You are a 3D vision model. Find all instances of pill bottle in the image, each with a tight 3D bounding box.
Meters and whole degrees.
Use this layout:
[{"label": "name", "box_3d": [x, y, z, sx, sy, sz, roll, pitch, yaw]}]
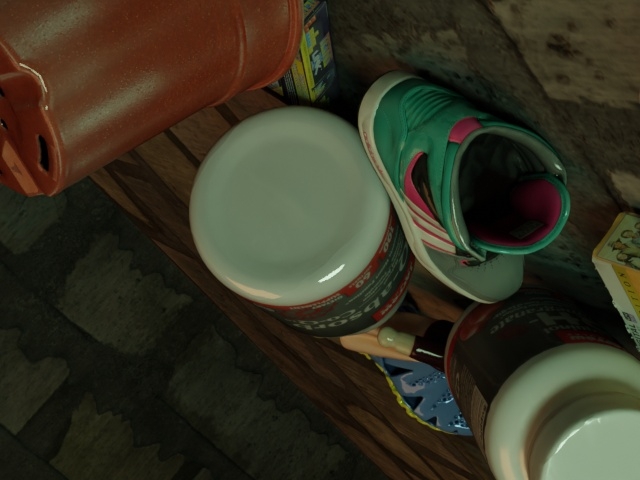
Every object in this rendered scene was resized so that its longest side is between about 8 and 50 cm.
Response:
[{"label": "pill bottle", "box_3d": [0.234, 0.165, 0.984, 0.176, 0.176, 0.318, 43, -173, -12]}, {"label": "pill bottle", "box_3d": [0.000, 0.000, 1.163, 0.210, 0.210, 0.363, 36, 176, 18]}]

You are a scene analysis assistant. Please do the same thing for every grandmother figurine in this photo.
[{"label": "grandmother figurine", "box_3d": [0.160, 0.143, 1.370, 0.342, 0.207, 0.104, 17, 110, 39]}]

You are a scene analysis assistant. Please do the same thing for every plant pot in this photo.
[{"label": "plant pot", "box_3d": [-0.202, -0.190, 0.892, 0.272, 0.265, 0.272, 30, 144, 25]}]

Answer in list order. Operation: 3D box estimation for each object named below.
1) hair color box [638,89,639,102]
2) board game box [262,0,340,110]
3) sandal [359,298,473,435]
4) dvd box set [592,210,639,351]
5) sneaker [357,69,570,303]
[{"label": "hair color box", "box_3d": [0.201, -0.163, 0.259, 0.110, 0.185, 0.339, 34, 165, 18]}, {"label": "board game box", "box_3d": [-0.053, -0.213, 1.034, 0.141, 0.048, 0.170, 33, 164, 18]}, {"label": "sandal", "box_3d": [0.156, 0.191, 1.576, 0.317, 0.126, 0.138, 40, 162, -5]}, {"label": "dvd box set", "box_3d": [0.444, 0.138, 0.791, 0.420, 0.062, 0.308, 24, 159, 48]}, {"label": "sneaker", "box_3d": [0.161, -0.021, 0.936, 0.178, 0.124, 0.295, 37, 168, 52]}]
